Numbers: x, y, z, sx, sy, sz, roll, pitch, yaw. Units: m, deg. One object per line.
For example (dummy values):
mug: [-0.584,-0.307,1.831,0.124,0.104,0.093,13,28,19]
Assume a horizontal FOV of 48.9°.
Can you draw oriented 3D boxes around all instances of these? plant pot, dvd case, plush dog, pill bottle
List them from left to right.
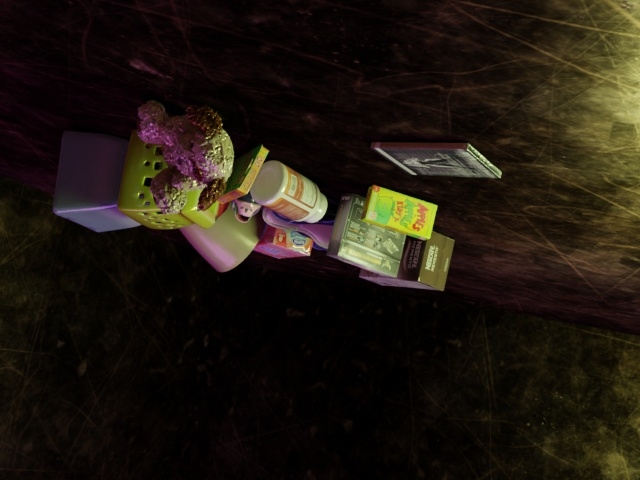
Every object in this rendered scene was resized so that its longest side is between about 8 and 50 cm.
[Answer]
plant pot: [-0.588,-0.171,2.059,0.252,0.248,0.247,-1,167,15]
plant pot: [-0.387,-0.151,1.892,0.207,0.228,0.227,7,169,11]
plush dog: [-0.271,-0.191,1.577,0.210,0.262,0.225,-18,-159,-31]
plant pot: [-0.367,-0.076,2.340,0.274,0.256,0.256,40,159,-29]
pill bottle: [-0.078,-0.121,1.871,0.121,0.121,0.216,8,168,37]
dvd case: [0.236,-0.165,1.440,0.221,0.018,0.164,6,169,39]

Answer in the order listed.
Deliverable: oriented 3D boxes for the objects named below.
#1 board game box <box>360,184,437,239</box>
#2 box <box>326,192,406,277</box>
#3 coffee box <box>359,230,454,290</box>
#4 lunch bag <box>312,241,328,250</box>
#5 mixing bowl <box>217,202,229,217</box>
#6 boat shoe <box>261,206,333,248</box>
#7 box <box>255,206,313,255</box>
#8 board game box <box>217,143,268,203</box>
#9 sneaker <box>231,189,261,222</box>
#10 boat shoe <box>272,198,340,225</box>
board game box: [0.203,-0.071,1.820,0.181,0.092,0.043,17,170,-12]
box: [0.139,-0.012,1.995,0.231,0.183,0.056,20,169,-35]
coffee box: [0.273,0.060,2.264,0.119,0.168,0.297,20,168,-32]
lunch bag: [0.000,0.000,2.644,0.098,0.067,0.065,21,169,-41]
mixing bowl: [-0.334,-0.138,2.119,0.098,0.181,0.181,-20,-176,-22]
boat shoe: [-0.027,-0.067,2.177,0.340,0.127,0.113,14,-153,-21]
box: [-0.132,-0.031,2.402,0.142,0.154,0.300,18,171,-21]
board game box: [-0.202,-0.165,1.785,0.039,0.124,0.259,29,167,-16]
sneaker: [-0.232,-0.114,2.121,0.112,0.131,0.319,16,171,-5]
boat shoe: [-0.009,-0.099,2.041,0.258,0.109,0.089,0,168,-19]
